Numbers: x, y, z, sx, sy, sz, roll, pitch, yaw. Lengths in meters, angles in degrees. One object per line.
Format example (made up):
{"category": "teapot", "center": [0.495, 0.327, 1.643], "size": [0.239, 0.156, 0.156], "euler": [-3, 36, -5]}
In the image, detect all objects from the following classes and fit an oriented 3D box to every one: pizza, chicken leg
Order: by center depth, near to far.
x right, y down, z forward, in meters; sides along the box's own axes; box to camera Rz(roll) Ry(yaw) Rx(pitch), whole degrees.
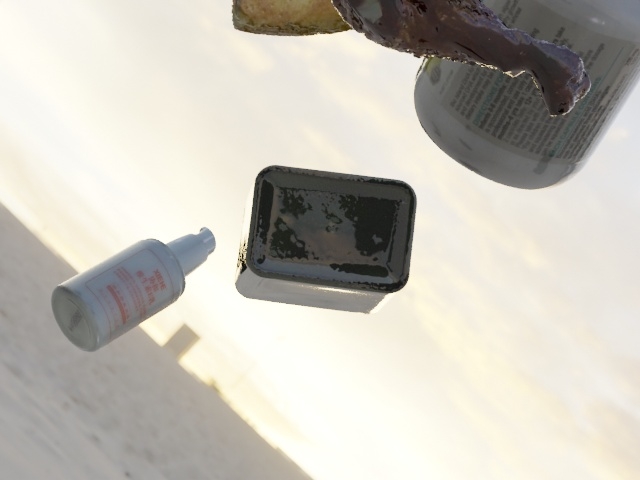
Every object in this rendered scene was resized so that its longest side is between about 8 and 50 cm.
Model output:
{"category": "chicken leg", "center": [0.029, -0.133, 0.598], "size": [0.219, 0.048, 0.089], "euler": [55, -37, 3]}
{"category": "pizza", "center": [0.025, -0.282, 1.307], "size": [0.204, 0.188, 0.080], "euler": [10, -2, 21]}

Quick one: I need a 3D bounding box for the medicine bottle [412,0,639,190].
{"category": "medicine bottle", "center": [0.158, -0.151, 0.878], "size": [0.135, 0.135, 0.215], "euler": [39, -53, 18]}

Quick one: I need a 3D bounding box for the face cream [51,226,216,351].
{"category": "face cream", "center": [-0.237, 0.052, 1.818], "size": [0.101, 0.252, 0.101], "euler": [28, -46, 34]}

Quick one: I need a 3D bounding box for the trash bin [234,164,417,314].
{"category": "trash bin", "center": [0.000, 0.000, 1.320], "size": [0.164, 0.122, 0.240], "euler": [7, -6, -2]}
